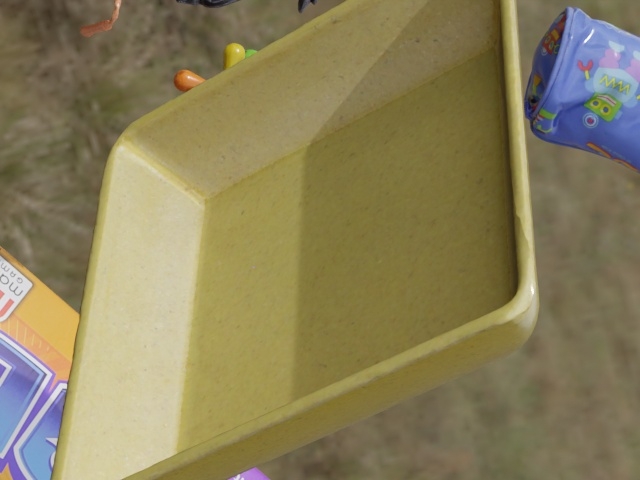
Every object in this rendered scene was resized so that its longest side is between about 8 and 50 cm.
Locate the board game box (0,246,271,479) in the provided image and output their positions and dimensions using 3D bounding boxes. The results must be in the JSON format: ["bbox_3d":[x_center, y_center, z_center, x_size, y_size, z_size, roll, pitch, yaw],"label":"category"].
[{"bbox_3d":[-0.317,0.290,1.482,0.356,0.356,0.356,42,46,-11],"label":"board game box"}]

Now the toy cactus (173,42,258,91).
[{"bbox_3d":[-0.082,-0.075,1.664,0.180,0.112,0.219,101,-19,-51],"label":"toy cactus"}]

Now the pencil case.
[{"bbox_3d":[0.337,-0.105,1.652,0.119,0.306,0.133,-91,-154,-85],"label":"pencil case"}]

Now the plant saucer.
[{"bbox_3d":[0.000,0.000,1.061,0.081,0.333,0.333,43,34,-35],"label":"plant saucer"}]

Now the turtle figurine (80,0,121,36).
[{"bbox_3d":[-0.244,-0.314,1.548,0.087,0.269,0.217,7,110,-43],"label":"turtle figurine"}]

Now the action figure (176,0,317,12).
[{"bbox_3d":[-0.051,-0.258,1.365,0.276,0.141,0.164,-50,154,-73],"label":"action figure"}]
